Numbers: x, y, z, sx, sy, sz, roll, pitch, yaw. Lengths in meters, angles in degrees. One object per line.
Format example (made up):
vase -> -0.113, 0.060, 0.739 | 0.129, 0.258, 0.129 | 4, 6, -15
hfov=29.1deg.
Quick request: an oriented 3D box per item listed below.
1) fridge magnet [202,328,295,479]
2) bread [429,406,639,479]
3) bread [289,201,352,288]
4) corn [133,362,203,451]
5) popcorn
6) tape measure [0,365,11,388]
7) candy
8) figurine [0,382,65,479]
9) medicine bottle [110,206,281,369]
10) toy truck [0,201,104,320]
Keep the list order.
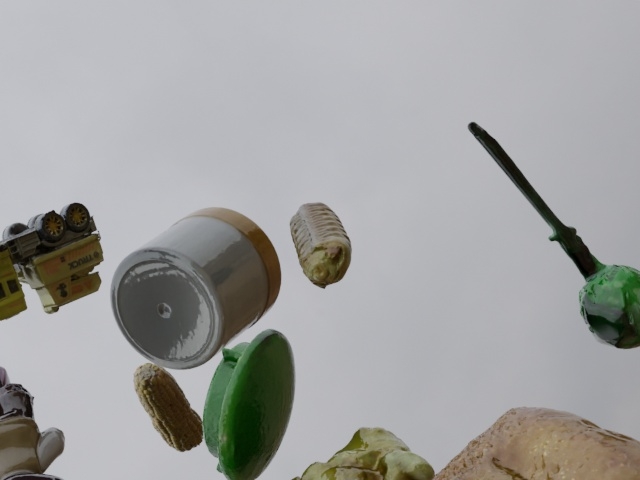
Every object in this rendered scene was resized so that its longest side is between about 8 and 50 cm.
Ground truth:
fridge magnet -> -0.089, 0.217, 1.619 | 0.208, 0.088, 0.208 | 12, -90, -70
bread -> 0.187, 0.306, 1.236 | 0.337, 0.328, 0.148 | -41, -67, -11
bread -> -0.001, 0.000, 2.010 | 0.084, 0.077, 0.367 | -58, 10, 8
corn -> -0.325, 0.352, 2.601 | 0.101, 0.101, 0.291 | -52, -32, -22
popcorn -> 0.053, 0.346, 1.515 | 0.233, 0.192, 0.266 | -31, -4, -40
tape measure -> -0.595, 0.330, 2.084 | 0.231, 0.149, 0.245 | -96, 19, -53
candy -> 0.272, -0.010, 1.394 | 0.097, 0.323, 0.097 | -39, 6, 5
figurine -> -0.431, 0.384, 1.754 | 0.218, 0.365, 0.206 | -4, -60, -25
medicine bottle -> -0.223, 0.085, 2.219 | 0.232, 0.238, 0.237 | -39, -28, -57
toy truck -> -0.460, 0.049, 1.927 | 0.272, 0.124, 0.157 | -27, -81, -46
